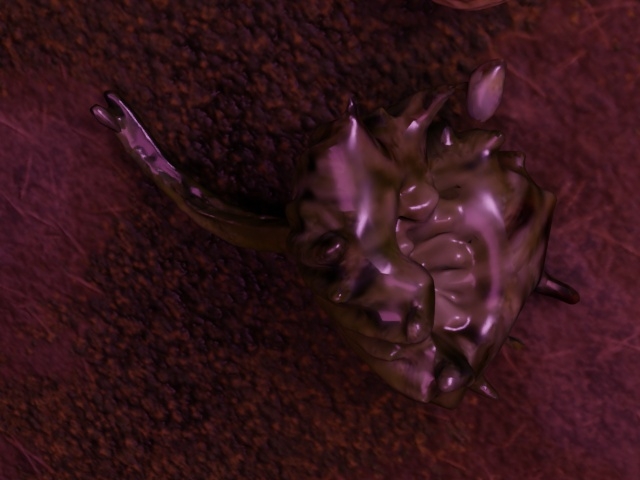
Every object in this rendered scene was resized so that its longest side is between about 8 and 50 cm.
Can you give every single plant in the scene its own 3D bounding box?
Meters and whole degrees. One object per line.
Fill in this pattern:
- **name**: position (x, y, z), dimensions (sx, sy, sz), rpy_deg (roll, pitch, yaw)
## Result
- **plant**: position (0.022, -0.021, 1.168), dimensions (0.333, 0.180, 0.251), rpy_deg (23, 145, 57)

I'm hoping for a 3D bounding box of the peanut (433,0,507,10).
- **peanut**: position (0.130, -0.203, 0.978), dimensions (0.194, 0.083, 0.093), rpy_deg (-32, 66, 34)
